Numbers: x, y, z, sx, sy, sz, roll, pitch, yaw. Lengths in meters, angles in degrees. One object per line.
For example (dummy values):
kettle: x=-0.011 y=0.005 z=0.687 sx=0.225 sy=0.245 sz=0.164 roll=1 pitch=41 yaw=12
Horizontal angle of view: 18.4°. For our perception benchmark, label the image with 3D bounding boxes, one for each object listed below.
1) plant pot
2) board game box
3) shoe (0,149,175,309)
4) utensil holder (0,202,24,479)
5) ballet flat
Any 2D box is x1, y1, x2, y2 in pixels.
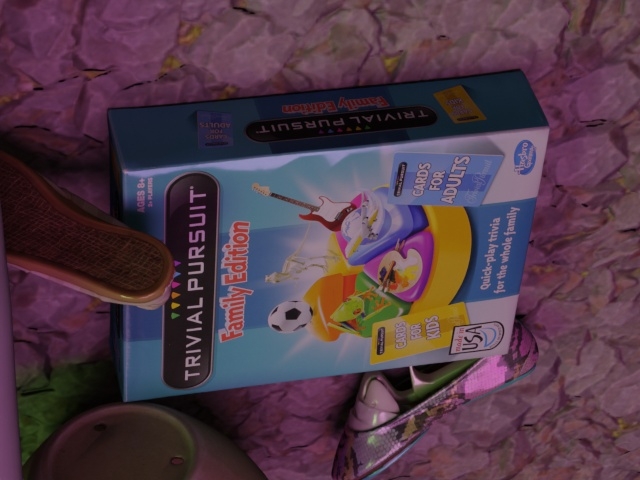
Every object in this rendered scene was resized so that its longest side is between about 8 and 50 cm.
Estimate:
plant pot: x=-0.155 y=0.245 z=1.639 sx=0.284 sy=0.284 sz=0.191 roll=-12 pitch=131 yaw=-7
board game box: x=0.000 y=0.000 z=1.597 sx=0.336 sy=0.079 sz=0.253 roll=-7 pitch=133 yaw=-12
shoe: x=-0.207 y=-0.006 z=1.479 sx=0.076 sy=0.219 sz=0.058 roll=-61 pitch=170 yaw=-12
utensil holder: x=-0.370 y=0.106 z=1.388 sx=0.328 sy=0.327 sz=0.385 roll=-6 pitch=136 yaw=-13
ballet flat: x=0.088 y=0.132 z=1.764 sx=0.221 sy=0.077 sz=0.079 roll=-33 pitch=115 yaw=7
